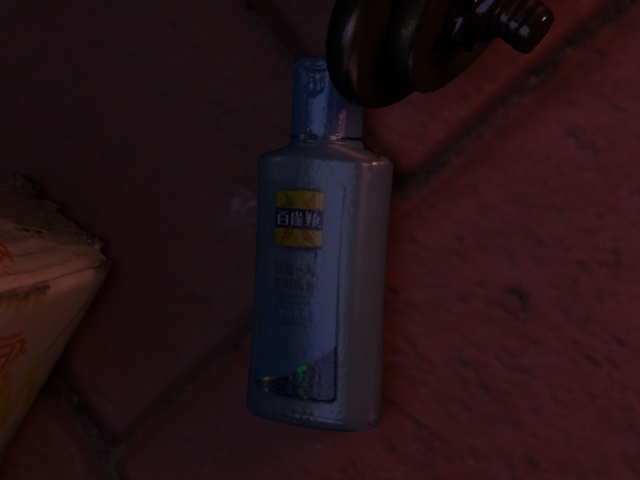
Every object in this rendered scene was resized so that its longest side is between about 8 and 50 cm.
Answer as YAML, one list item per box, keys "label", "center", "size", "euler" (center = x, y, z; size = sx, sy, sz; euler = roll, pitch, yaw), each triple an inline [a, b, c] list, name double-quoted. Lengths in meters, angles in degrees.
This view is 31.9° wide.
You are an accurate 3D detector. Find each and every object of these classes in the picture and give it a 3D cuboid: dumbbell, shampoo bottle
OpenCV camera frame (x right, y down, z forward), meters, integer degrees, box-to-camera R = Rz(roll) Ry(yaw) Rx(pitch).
- label: "dumbbell"
  center: [0.021, -0.204, 0.697]
  size: [0.290, 0.192, 0.192]
  euler: [39, 110, 19]
- label: "shampoo bottle"
  center: [0.000, 0.000, 0.792]
  size: [0.104, 0.061, 0.258]
  euler: [5, 95, 28]

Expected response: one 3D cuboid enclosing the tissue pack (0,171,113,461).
- label: "tissue pack"
  center: [-0.362, 0.143, 0.869]
  size: [0.162, 0.287, 0.388]
  euler: [38, 110, 15]
